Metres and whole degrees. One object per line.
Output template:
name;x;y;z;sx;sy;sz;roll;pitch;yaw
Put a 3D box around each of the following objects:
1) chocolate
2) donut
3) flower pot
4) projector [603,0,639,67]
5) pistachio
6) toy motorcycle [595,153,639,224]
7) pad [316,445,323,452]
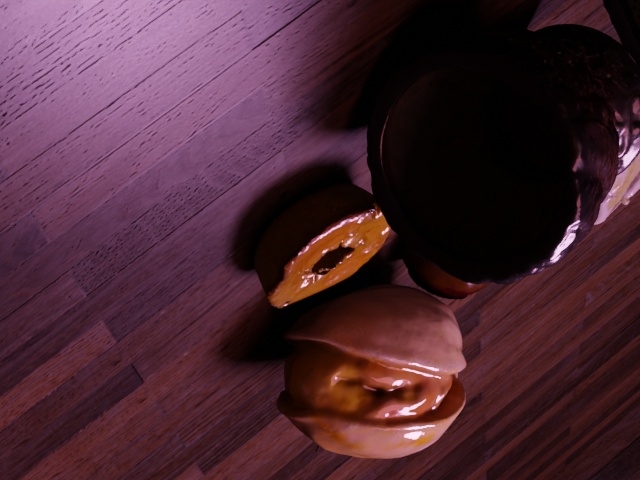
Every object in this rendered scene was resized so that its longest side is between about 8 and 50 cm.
chocolate;0.176;-0.002;1.855;0.124;0.127;0.133;-61;164;-53
donut;0.000;0.000;1.619;0.178;0.065;0.162;-20;153;-42
flower pot;0.223;-0.116;1.548;0.267;0.266;0.266;-29;154;-49
projector;0.589;-0.294;1.652;0.405;0.242;0.395;-28;170;33
pistachio;0.072;0.164;1.830;0.309;0.230;0.230;-3;135;-51
toy motorcycle;0.429;-0.130;1.999;0.341;0.108;0.223;-53;161;18
pad;0.076;0.229;2.181;0.158;0.003;0.235;-26;151;-33
